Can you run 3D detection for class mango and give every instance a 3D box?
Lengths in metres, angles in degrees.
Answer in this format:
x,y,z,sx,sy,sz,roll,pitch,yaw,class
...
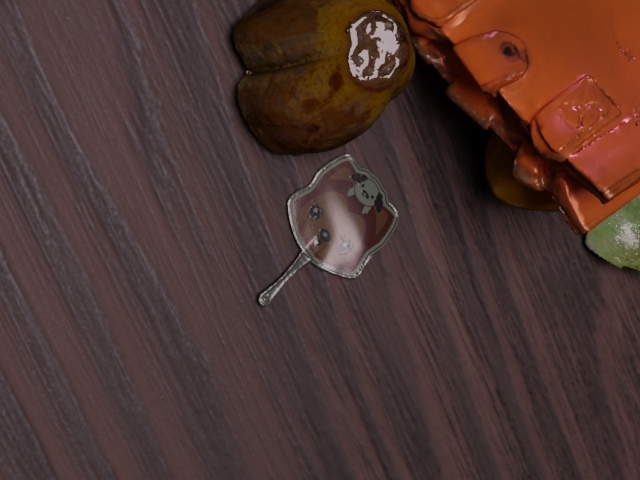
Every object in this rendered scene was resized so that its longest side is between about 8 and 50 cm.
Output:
x,y,z,sx,sy,sz,roll,pitch,yaw,class
0.318,-0.128,1.509,0.187,0.138,0.257,42,68,-6,mango

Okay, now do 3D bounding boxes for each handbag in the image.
x,y,z,sx,sy,sz,roll,pitch,yaw,class
0.280,-0.243,1.414,0.303,0.116,0.410,-34,74,-22,handbag

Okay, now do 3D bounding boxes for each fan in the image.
x,y,z,sx,sy,sz,roll,pitch,yaw,class
0.000,0.000,1.434,0.132,0.009,0.220,48,71,-14,fan

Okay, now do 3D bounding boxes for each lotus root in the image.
x,y,z,sx,sy,sz,roll,pitch,yaw,class
0.011,-0.200,1.350,0.199,0.180,0.188,-46,111,-18,lotus root

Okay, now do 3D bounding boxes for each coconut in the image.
x,y,z,sx,sy,sz,roll,pitch,yaw,class
0.433,-0.014,1.605,0.158,0.055,0.133,-1,92,-26,coconut
